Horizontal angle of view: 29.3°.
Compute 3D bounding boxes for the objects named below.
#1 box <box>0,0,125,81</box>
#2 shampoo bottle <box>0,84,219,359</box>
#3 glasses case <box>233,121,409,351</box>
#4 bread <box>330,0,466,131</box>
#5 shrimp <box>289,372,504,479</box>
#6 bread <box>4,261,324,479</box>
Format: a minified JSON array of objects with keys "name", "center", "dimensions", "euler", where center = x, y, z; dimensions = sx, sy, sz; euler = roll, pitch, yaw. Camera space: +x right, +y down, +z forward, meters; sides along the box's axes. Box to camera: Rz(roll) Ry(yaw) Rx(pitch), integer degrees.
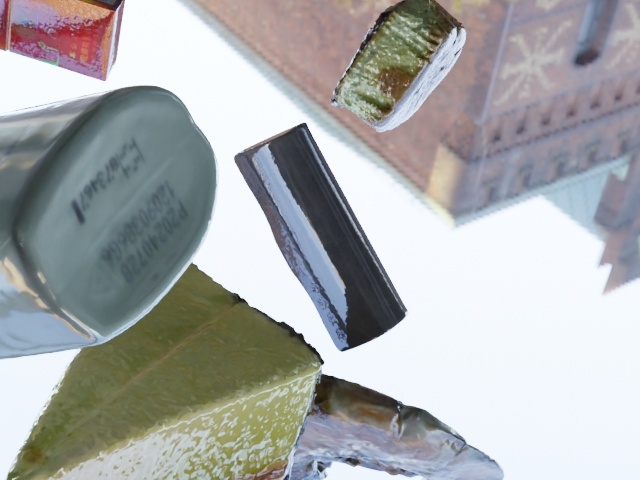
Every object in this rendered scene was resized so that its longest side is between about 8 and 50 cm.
[{"name":"box","center":[-0.322,-0.264,1.434],"dimensions":[0.175,0.112,0.048],"euler":[17,-135,-1]},{"name":"shampoo bottle","center":[-0.215,0.006,0.568],"dimensions":[0.359,0.078,0.134],"euler":[-4,-140,39]},{"name":"glasses case","center":[-0.001,-0.001,1.019],"dimensions":[0.042,0.072,0.190],"euler":[-36,-81,-50]},{"name":"bread","center":[0.082,-0.175,1.213],"dimensions":[0.069,0.140,0.128],"euler":[39,-156,9]},{"name":"shrimp","center":[0.023,0.190,1.015],"dimensions":[0.233,0.365,0.071],"euler":[16,-117,2]},{"name":"bread","center":[-0.145,0.121,0.740],"dimensions":[0.163,0.168,0.264],"euler":[33,-154,29]}]
